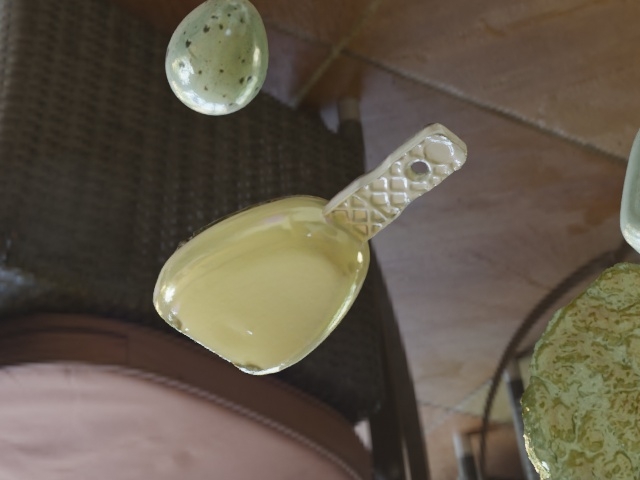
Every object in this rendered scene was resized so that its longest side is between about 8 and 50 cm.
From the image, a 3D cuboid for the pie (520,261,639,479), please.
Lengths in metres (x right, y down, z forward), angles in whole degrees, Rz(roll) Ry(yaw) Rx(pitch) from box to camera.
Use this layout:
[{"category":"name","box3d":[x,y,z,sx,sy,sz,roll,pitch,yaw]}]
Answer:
[{"category":"pie","box3d":[0.298,0.153,1.070,0.257,0.274,0.105,24,147,-1]}]

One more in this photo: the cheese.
[{"category":"cheese","box3d":[0.000,0.000,0.849,0.127,0.054,0.251,34,126,-25]}]

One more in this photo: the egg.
[{"category":"egg","box3d":[-0.123,-0.234,1.551,0.131,0.131,0.164,15,131,-25]}]

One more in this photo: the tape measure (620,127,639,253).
[{"category":"tape measure","box3d":[0.483,-0.074,1.440,0.246,0.243,0.125,16,169,47]}]
